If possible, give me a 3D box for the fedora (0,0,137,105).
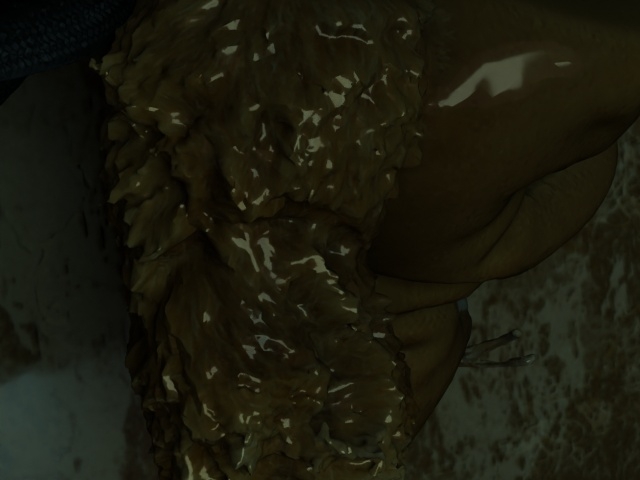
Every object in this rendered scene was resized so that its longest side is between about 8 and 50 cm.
[{"bbox_3d":[-0.252,-0.118,0.905,0.334,0.334,0.152,2,129,-25],"label":"fedora"}]

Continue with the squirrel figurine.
[{"bbox_3d":[0.000,0.000,0.954,0.397,0.281,0.370,-33,150,-52],"label":"squirrel figurine"}]
